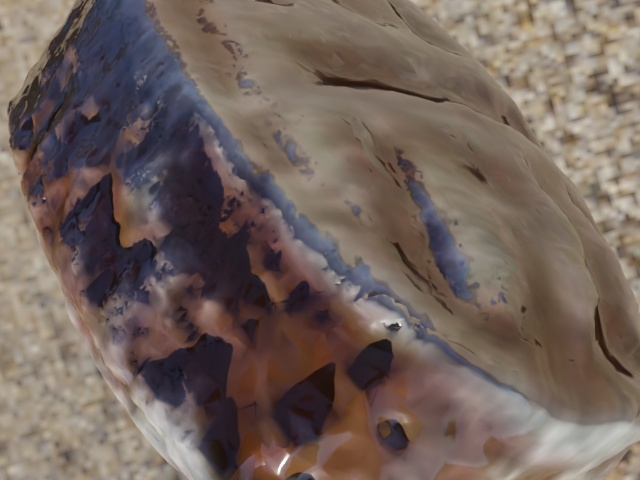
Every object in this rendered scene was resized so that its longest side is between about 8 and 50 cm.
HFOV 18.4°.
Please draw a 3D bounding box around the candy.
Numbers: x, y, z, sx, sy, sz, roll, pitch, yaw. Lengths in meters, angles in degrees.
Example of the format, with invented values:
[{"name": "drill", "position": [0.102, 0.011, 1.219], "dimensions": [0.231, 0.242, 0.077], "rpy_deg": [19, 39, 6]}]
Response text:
[{"name": "candy", "position": [0.000, 0.000, 0.724], "dimensions": [0.157, 0.214, 0.289], "rpy_deg": [-51, 46, 20]}]
